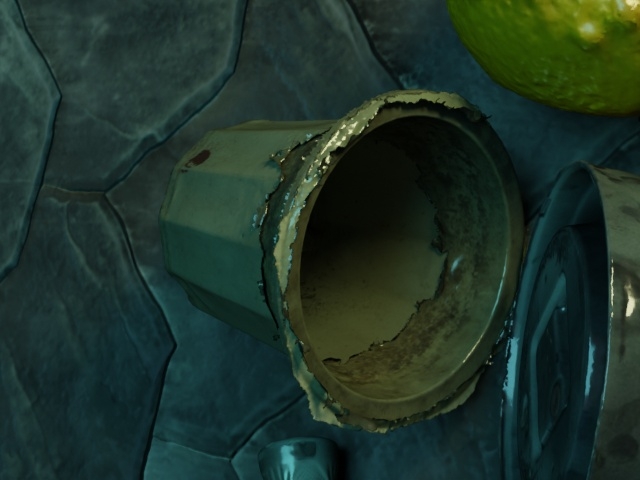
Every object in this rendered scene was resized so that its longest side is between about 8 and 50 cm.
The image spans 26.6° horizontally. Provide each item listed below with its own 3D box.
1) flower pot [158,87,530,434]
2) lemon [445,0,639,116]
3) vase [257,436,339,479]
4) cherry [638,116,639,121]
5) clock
[{"bbox_3d":[0.000,0.000,1.172,0.259,0.290,0.290,15,87,47],"label":"flower pot"},{"bbox_3d":[0.223,-0.212,1.076,0.288,0.233,0.234,17,88,41],"label":"lemon"},{"bbox_3d":[-0.006,0.287,1.199,0.096,0.096,0.219,-23,63,29],"label":"vase"},{"bbox_3d":[0.332,-0.056,1.052,0.225,0.090,0.107,30,89,50],"label":"cherry"},{"bbox_3d":[0.194,0.098,0.993,0.061,0.312,0.313,7,80,-3],"label":"clock"}]
